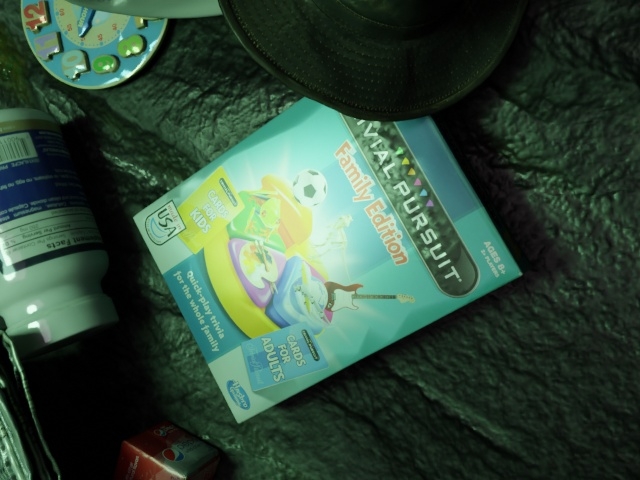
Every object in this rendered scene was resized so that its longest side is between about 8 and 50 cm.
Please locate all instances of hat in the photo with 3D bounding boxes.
[{"bbox_3d":[0.074,-0.267,0.600,0.331,0.134,0.331,0,89,-19],"label":"hat"}]

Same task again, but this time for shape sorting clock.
[{"bbox_3d":[-0.267,-0.282,0.866,0.206,0.040,0.206,2,95,22],"label":"shape sorting clock"}]

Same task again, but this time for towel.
[{"bbox_3d":[-0.351,0.271,0.845,0.324,0.056,0.312,-32,79,56],"label":"towel"}]

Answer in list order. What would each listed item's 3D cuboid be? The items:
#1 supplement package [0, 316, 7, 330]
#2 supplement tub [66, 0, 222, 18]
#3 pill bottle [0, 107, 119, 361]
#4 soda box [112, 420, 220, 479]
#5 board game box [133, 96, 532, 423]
[{"bbox_3d":[-0.556,0.115,0.962,0.244,0.134,0.139,-29,83,21],"label":"supplement package"},{"bbox_3d":[-0.156,-0.403,0.705,0.241,0.241,0.331,0,94,22],"label":"supplement tub"},{"bbox_3d":[-0.338,-0.005,0.855,0.153,0.153,0.264,-23,85,22],"label":"pill bottle"},{"bbox_3d":[-0.207,0.354,0.867,0.092,0.083,0.263,23,102,20],"label":"soda box"},{"bbox_3d":[0.000,0.000,0.760,0.336,0.079,0.253,-32,82,21],"label":"board game box"}]
